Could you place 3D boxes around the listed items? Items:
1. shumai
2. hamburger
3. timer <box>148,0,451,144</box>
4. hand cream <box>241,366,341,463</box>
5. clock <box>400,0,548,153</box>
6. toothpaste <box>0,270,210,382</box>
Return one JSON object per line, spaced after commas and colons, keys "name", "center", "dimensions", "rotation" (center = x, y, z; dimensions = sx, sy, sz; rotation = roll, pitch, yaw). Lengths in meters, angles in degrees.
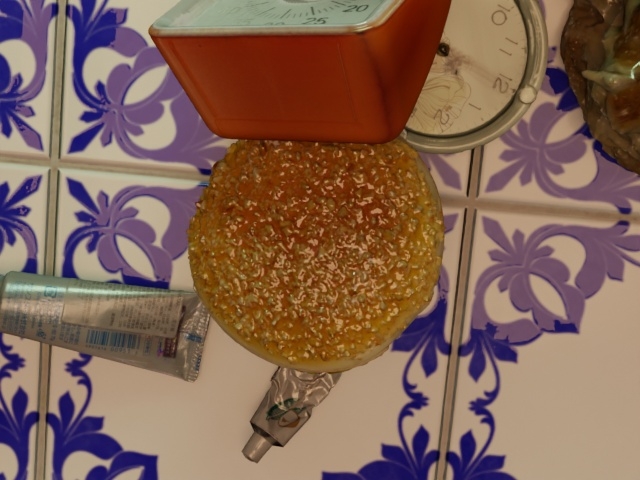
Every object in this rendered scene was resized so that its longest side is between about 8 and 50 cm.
{"name": "shumai", "center": [0.410, -0.180, 1.207], "dimensions": [0.267, 0.262, 0.314], "rotation": [-26, 100, 7]}
{"name": "hamburger", "center": [0.000, 0.000, 1.274], "dimensions": [0.302, 0.170, 0.302], "rotation": [1, 92, 14]}
{"name": "timer", "center": [-0.002, -0.233, 1.203], "dimensions": [0.257, 0.250, 0.161], "rotation": [4, 140, 27]}
{"name": "hand cream", "center": [-0.012, 0.160, 1.388], "dimensions": [0.084, 0.050, 0.257], "rotation": [34, 91, -5]}
{"name": "clock", "center": [0.138, -0.218, 1.311], "dimensions": [0.236, 0.053, 0.236], "rotation": [0, 98, 1]}
{"name": "toothpaste", "center": [-0.285, 0.090, 1.379], "dimensions": [0.299, 0.073, 0.114], "rotation": [12, 100, -8]}
